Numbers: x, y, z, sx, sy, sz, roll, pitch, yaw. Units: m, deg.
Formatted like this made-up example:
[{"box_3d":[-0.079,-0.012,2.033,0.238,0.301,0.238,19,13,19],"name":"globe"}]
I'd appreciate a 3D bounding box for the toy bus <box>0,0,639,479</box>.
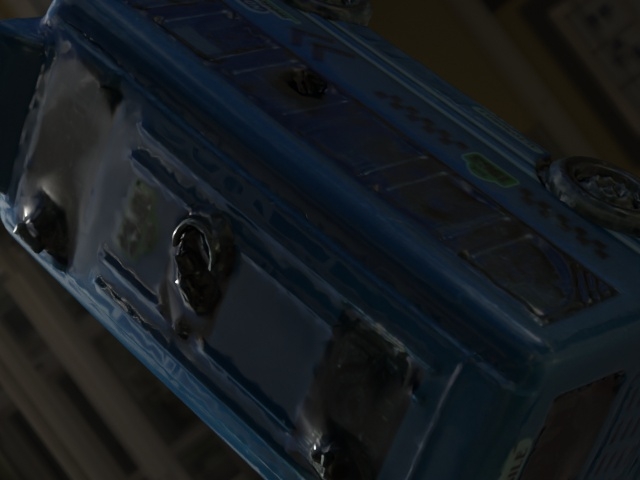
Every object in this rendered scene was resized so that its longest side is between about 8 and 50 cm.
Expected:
[{"box_3d":[0.000,0.000,0.523,0.134,0.246,0.113,-13,-47,-47],"name":"toy bus"}]
